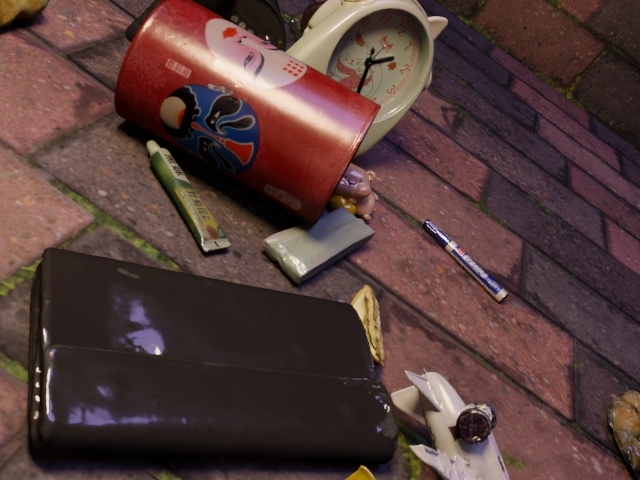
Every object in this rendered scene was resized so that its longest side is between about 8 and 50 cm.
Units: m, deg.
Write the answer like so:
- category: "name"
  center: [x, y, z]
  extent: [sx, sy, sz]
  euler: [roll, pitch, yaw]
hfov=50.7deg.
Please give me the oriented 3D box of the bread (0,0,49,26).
- category: "bread"
  center: [-0.505, -0.369, 0.988]
  extent: [0.128, 0.088, 0.232]
  euler: [32, 37, 7]

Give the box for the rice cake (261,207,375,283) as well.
- category: "rice cake"
  center: [0.001, 0.000, 1.032]
  extent: [0.080, 0.042, 0.222]
  euler: [41, 33, 15]

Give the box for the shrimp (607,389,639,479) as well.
- category: "shrimp"
  center: [0.572, 0.384, 1.073]
  extent: [0.233, 0.071, 0.365]
  euler: [21, 35, -8]

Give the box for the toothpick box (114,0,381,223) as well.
- category: "toothpick box"
  center: [-0.103, -0.190, 0.992]
  extent: [0.333, 0.204, 0.204]
  euler: [28, 33, -1]

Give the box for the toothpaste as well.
- category: "toothpaste"
  center: [-0.191, -0.064, 0.941]
  extent: [0.049, 0.031, 0.204]
  euler: [-10, 57, -49]

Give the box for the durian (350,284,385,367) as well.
- category: "durian"
  center: [0.073, 0.122, 0.925]
  extent: [0.052, 0.066, 0.130]
  euler: [16, 47, -29]

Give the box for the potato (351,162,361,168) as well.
- category: "potato"
  center: [0.049, -0.123, 1.232]
  extent: [0.083, 0.040, 0.051]
  euler: [28, 21, -16]

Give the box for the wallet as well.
- category: "wallet"
  center: [-0.104, 0.132, 0.745]
  extent: [0.406, 0.062, 0.228]
  euler: [13, 40, -33]

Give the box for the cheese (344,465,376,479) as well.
- category: "cheese"
  center: [0.014, 0.274, 0.578]
  extent: [0.126, 0.171, 0.093]
  euler: [-6, 52, -47]

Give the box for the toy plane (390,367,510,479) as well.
- category: "toy plane"
  center: [0.175, 0.262, 0.785]
  extent: [0.255, 0.101, 0.251]
  euler: [63, 14, 16]

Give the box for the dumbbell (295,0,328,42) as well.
- category: "dumbbell"
  center: [0.015, -0.450, 1.524]
  extent: [0.140, 0.124, 0.225]
  euler: [-9, 34, 10]

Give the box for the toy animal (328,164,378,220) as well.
- category: "toy animal"
  center: [0.060, -0.085, 1.156]
  extent: [0.114, 0.082, 0.091]
  euler: [25, 35, -19]

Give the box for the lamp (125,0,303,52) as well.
- category: "lamp"
  center: [-0.182, -0.415, 1.226]
  extent: [0.374, 0.205, 0.272]
  euler: [22, 37, -52]

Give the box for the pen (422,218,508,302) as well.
- category: "pen"
  center: [0.267, 0.036, 1.252]
  extent: [0.204, 0.025, 0.025]
  euler: [46, 34, 15]

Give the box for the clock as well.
- category: "clock"
  center: [0.076, -0.321, 1.205]
  extent: [0.265, 0.324, 0.108]
  euler: [41, 7, -44]
